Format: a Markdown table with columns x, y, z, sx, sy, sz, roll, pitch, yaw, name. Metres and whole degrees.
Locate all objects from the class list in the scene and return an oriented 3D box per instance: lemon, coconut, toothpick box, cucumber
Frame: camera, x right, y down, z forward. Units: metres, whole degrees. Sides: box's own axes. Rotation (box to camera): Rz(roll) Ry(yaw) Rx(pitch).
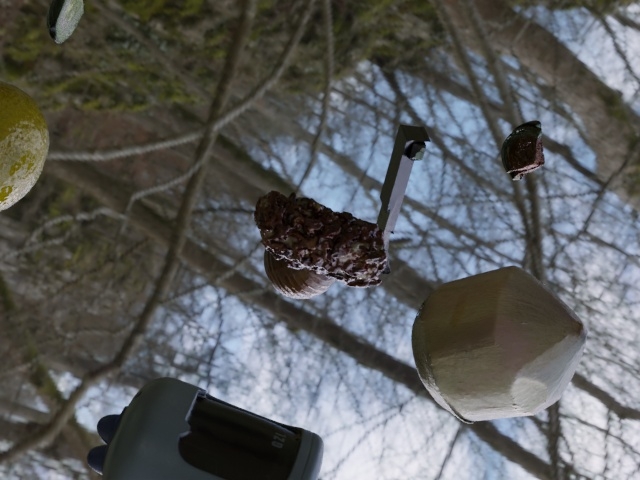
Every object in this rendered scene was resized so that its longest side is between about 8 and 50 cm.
| x | y | z | sx | sy | sz | roll | pitch | yaw | name |
| --- | --- | --- | --- | --- | --- | --- | --- | --- | --- |
| -0.476 | -0.129 | 1.396 | 0.187 | 0.187 | 0.244 | -25 | -162 | 48 | lemon |
| 0.256 | 0.145 | 1.417 | 0.234 | 0.224 | 0.224 | -21 | -132 | 22 | coconut |
| -0.200 | 0.373 | 1.642 | 0.263 | 0.355 | 0.263 | -157 | -90 | -88 | toothpick box |
| -0.368 | -0.324 | 1.436 | 0.067 | 0.035 | 0.107 | 100 | 3 | -46 | cucumber |

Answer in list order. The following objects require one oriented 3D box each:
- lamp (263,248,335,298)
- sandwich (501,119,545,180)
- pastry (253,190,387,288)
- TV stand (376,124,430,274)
| x | y | z | sx | sy | sz | roll | pitch | yaw | name |
| --- | --- | --- | --- | --- | --- | --- | --- | --- | --- |
| -0.031 | 0.032 | 1.712 | 0.136 | 0.136 | 0.136 | -37 | -140 | 39 | lamp |
| 0.299 | -0.134 | 1.488 | 0.101 | 0.026 | 0.069 | -39 | -112 | 61 | sandwich |
| 0.001 | -0.001 | 1.471 | 0.115 | 0.208 | 0.097 | 127 | -20 | -48 | pastry |
| 0.120 | -0.060 | 1.612 | 0.049 | 0.040 | 0.256 | -106 | -156 | -53 | TV stand |
